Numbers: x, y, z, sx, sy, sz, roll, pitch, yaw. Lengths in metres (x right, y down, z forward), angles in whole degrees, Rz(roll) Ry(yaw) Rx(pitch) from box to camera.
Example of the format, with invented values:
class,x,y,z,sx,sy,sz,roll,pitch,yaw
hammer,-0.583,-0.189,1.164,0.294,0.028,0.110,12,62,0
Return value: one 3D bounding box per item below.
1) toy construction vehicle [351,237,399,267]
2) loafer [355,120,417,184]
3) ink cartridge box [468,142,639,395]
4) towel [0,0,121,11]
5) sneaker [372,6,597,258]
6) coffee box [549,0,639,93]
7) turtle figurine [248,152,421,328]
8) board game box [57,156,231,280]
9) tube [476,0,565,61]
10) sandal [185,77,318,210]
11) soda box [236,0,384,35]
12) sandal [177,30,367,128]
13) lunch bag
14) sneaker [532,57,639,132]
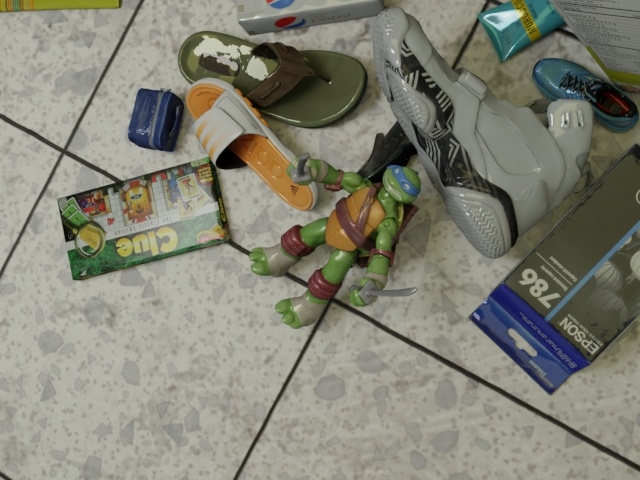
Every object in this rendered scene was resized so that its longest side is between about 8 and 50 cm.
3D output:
class,x,y,z,sx,sy,sz,roll,pitch,yaw
toy construction vehicle,0.073,-0.005,1.186,0.085,0.035,0.098,5,84,22
loafer,0.101,-0.131,1.178,0.170,0.062,0.061,-40,67,-2
ink cartridge box,0.374,0.044,1.107,0.165,0.065,0.333,43,95,10
towel,-0.437,-0.427,1.323,0.237,0.021,0.102,2,92,10
sneaker,0.224,-0.174,1.082,0.210,0.137,0.366,-31,104,-3
coffee box,0.507,-0.356,0.912,0.338,0.334,0.338,22,90,40
turtle figurine,0.000,0.000,1.069,0.198,0.275,0.266,39,124,-9
board game box,-0.276,-0.032,1.257,0.259,0.030,0.136,-15,85,10
tube,0.335,-0.337,1.152,0.207,0.052,0.080,-26,75,14
sandal,-0.114,-0.135,1.187,0.265,0.076,0.102,43,138,10
soda box,-0.017,-0.366,1.209,0.216,0.069,0.074,-6,85,11
sandal,-0.081,-0.244,1.203,0.302,0.086,0.120,13,89,12
lunch bag,-0.247,-0.187,1.242,0.065,0.067,0.098,12,87,11
sneaker,0.372,-0.211,1.119,0.162,0.073,0.063,30,92,12
